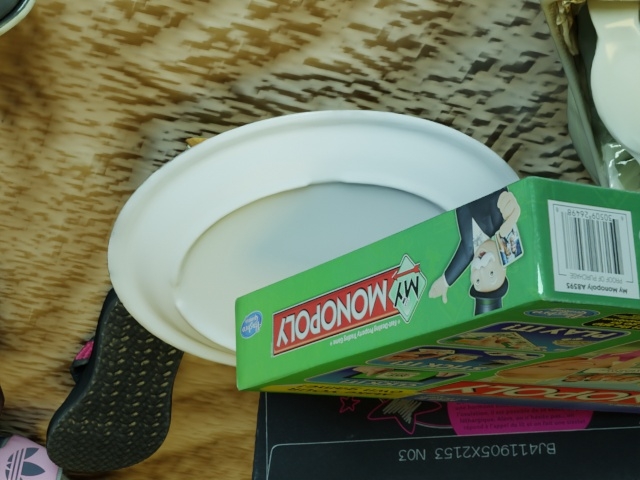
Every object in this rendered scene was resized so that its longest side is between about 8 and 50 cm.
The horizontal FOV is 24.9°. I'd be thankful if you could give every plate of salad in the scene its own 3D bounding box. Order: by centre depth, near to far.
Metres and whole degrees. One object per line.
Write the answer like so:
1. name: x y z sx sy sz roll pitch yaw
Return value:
1. plate of salad: 0.000 0.000 0.684 0.200 0.048 0.200 -5 142 -4

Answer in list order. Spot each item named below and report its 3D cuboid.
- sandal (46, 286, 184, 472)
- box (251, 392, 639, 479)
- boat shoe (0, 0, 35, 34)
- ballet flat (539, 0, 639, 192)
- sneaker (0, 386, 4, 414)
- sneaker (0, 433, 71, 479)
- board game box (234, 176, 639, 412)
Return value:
1. sandal: -0.112 0.074 0.830 0.067 0.040 0.179 9 134 -20
2. box: 0.095 0.169 0.836 0.247 0.163 0.142 -5 146 14
3. boat shoe: -0.172 -0.094 0.542 0.133 0.049 0.042 0 156 14
4. ballet flat: 0.133 -0.047 0.563 0.086 0.086 0.248 -10 146 20
5. sneaker: -0.310 0.089 0.804 0.281 0.106 0.162 0 151 3
6. sneaker: -0.190 0.229 1.009 0.131 0.112 0.319 -2 149 14
7. board game box: 0.151 0.037 0.630 0.317 0.046 0.213 6 163 -30
